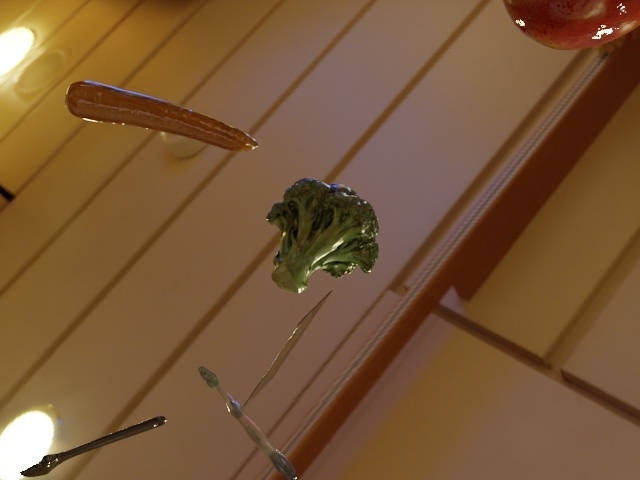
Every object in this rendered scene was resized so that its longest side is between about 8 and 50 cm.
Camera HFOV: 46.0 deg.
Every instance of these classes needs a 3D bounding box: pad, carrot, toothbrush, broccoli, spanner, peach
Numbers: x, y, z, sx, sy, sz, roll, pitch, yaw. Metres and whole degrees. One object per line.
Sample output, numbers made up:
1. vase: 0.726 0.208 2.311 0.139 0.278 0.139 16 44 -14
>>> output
1. pad: -0.064 0.203 1.373 0.004 0.164 0.243 37 -64 7
2. carrot: -0.152 -0.118 0.731 0.190 0.037 0.037 13 -126 -4
3. toothbrush: -0.107 0.246 1.047 0.021 0.027 0.269 -53 -139 -3
4. broccoli: 0.000 0.000 1.591 0.269 0.254 0.269 -51 -177 4
5. spanner: -0.318 0.290 1.065 0.209 0.046 0.012 -19 -120 -11
6. peach: 0.229 -0.230 0.679 0.151 0.151 0.118 1 -132 31
